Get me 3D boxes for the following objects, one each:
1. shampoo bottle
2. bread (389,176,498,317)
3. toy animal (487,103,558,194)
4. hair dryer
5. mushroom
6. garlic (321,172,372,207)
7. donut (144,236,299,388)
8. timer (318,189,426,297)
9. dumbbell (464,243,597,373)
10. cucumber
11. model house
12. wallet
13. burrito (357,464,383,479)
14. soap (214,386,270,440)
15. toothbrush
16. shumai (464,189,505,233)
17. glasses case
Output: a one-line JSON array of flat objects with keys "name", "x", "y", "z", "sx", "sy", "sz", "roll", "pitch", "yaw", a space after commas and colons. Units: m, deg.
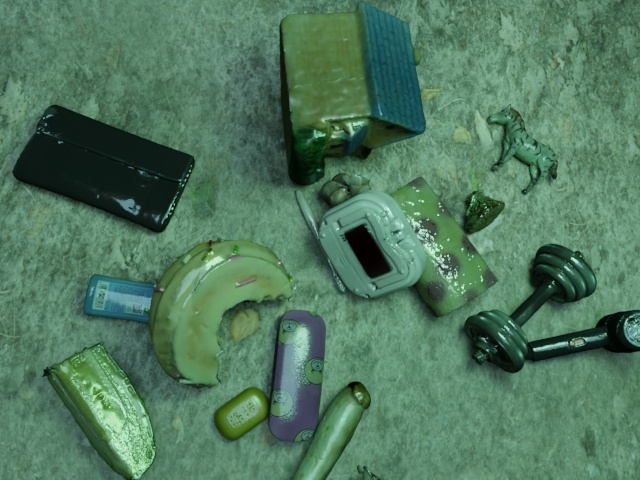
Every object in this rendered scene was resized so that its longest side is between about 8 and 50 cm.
[{"name": "shampoo bottle", "x": -0.442, "y": 0.153, "z": 1.454, "sx": 0.259, "sy": 0.061, "sz": 0.103, "roll": 10, "pitch": 77, "yaw": -4}, {"name": "bread", "x": 0.287, "y": 0.016, "z": 1.520, "sx": 0.187, "sy": 0.155, "sz": 0.338, "roll": -32, "pitch": 83, "yaw": -16}, {"name": "toy animal", "x": 0.552, "y": -0.253, "z": 1.651, "sx": 0.170, "sy": 0.090, "sz": 0.255, "roll": -35, "pitch": 85, "yaw": -16}, {"name": "hair dryer", "x": 0.662, "y": 0.263, "z": 1.507, "sx": 0.352, "sy": 0.189, "sz": 0.107, "roll": -14, "pitch": 77, "yaw": 4}, {"name": "mushroom", "x": 0.017, "y": 0.487, "z": 1.403, "sx": 0.087, "sy": 0.107, "sz": 0.333, "roll": 27, "pitch": 78, "yaw": 18}, {"name": "garlic", "x": 0.069, "y": -0.127, "z": 1.518, "sx": 0.131, "sy": 0.194, "sz": 0.127, "roll": -11, "pitch": 70, "yaw": -3}, {"name": "donut", "x": -0.250, "y": 0.150, "z": 1.380, "sx": 0.150, "sy": 0.307, "sz": 0.371, "roll": 27, "pitch": 72, "yaw": 45}, {"name": "timer", "x": 0.121, "y": 0.015, "z": 1.455, "sx": 0.087, "sy": 0.237, "sz": 0.262, "roll": -38, "pitch": 100, "yaw": -48}, {"name": "dumbbell", "x": 0.535, "y": 0.168, "z": 1.501, "sx": 0.406, "sy": 0.179, "sz": 0.179, "roll": -41, "pitch": 84, "yaw": -13}, {"name": "cucumber", "x": -0.495, "y": 0.403, "z": 1.372, "sx": 0.145, "sy": 0.105, "sz": 0.325, "roll": -31, "pitch": 81, "yaw": -39}, {"name": "model house", "x": 0.078, "y": -0.331, "z": 1.464, "sx": 0.343, "sy": 0.382, "sz": 0.334, "roll": -7, "pitch": 78, "yaw": -6}, {"name": "wallet", "x": -0.553, "y": -0.189, "z": 1.522, "sx": 0.406, "sy": 0.062, "sz": 0.228, "roll": 21, "pitch": 75, "yaw": -1}, {"name": "burrito", "x": 0.162, "y": 0.703, "z": 1.373, "sx": 0.175, "sy": 0.107, "sz": 0.347, "roll": 6, "pitch": 78, "yaw": -21}, {"name": "soap", "x": -0.189, "y": 0.420, "z": 1.428, "sx": 0.140, "sy": 0.045, "sz": 0.089, "roll": -34, "pitch": 87, "yaw": -12}, {"name": "toothbrush", "x": 0.000, "y": 0.000, "z": 1.556, "sx": 0.025, "sy": 0.029, "sz": 0.307, "roll": -24, "pitch": 80, "yaw": -4}, {"name": "shumai", "x": 0.429, "y": -0.086, "z": 1.600, "sx": 0.124, "sy": 0.099, "sz": 0.087, "roll": -32, "pitch": 66, "yaw": -14}, {"name": "glasses case", "x": -0.056, "y": 0.328, "z": 1.445, "sx": 0.123, "sy": 0.076, "sz": 0.316, "roll": 8, "pitch": 75, "yaw": -14}]
